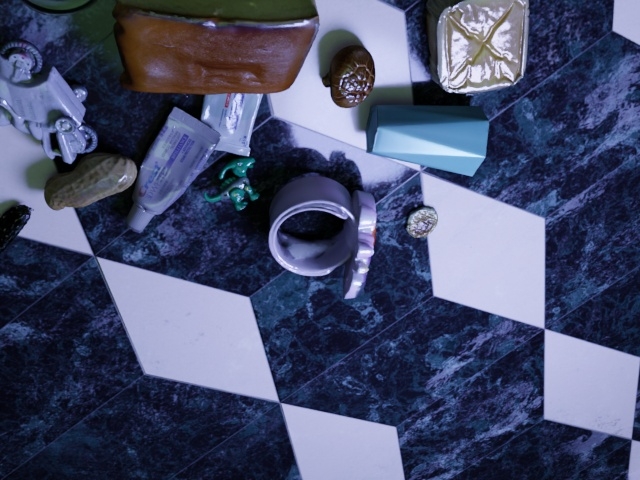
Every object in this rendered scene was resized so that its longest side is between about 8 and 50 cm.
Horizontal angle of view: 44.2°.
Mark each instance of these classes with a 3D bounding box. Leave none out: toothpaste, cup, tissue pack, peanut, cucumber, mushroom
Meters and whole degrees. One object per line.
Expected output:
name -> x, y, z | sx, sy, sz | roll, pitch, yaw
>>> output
toothpaste -> -0.316, -0.131, 1.608 | 0.099, 0.068, 0.282 | 16, 120, -40
cup -> 0.217, -0.215, 1.650 | 0.236, 0.148, 0.134 | 3, 120, -11
tissue pack -> -0.182, -0.263, 1.578 | 0.123, 0.026, 0.193 | 6, 122, -19
peanut -> -0.461, -0.118, 1.569 | 0.194, 0.083, 0.093 | -20, 126, 0
cucumber -> -0.653, -0.010, 1.617 | 0.181, 0.053, 0.053 | -42, 124, 12
mushroom -> 0.061, -0.323, 1.563 | 0.109, 0.085, 0.126 | -16, 132, -5

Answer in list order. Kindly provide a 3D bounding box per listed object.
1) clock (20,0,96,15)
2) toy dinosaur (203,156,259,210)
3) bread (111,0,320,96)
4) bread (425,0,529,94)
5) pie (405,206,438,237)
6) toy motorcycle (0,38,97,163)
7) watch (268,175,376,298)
clock -> -0.455, -0.480, 1.349 | 0.185, 0.040, 0.184 | -7, 125, -11
toy dinosaur -> -0.185, -0.118, 1.665 | 0.132, 0.059, 0.096 | -31, 118, -3
bread -> -0.186, -0.355, 1.342 | 0.324, 0.333, 0.143 | -2, 81, -11
bread -> 0.306, -0.407, 1.556 | 0.192, 0.109, 0.209 | -11, 126, 1
pie -> 0.239, -0.042, 1.844 | 0.084, 0.020, 0.084 | -7, 126, -10
toy motorcycle -> -0.533, -0.250, 1.458 | 0.171, 0.110, 0.260 | -13, 135, 14
watch -> 0.000, 0.000, 1.715 | 0.231, 0.196, 0.244 | 3, 126, -9
